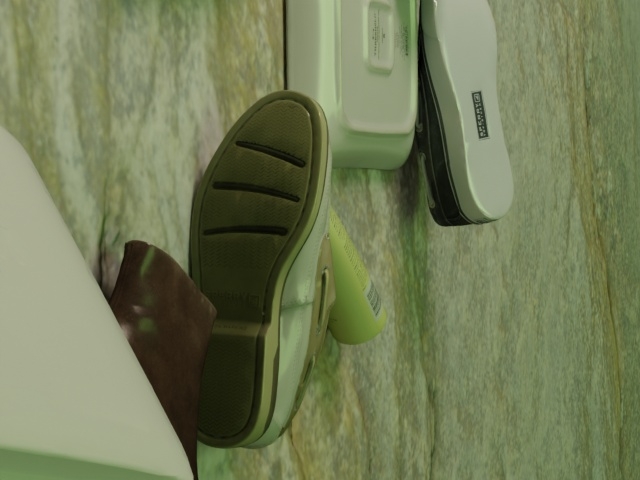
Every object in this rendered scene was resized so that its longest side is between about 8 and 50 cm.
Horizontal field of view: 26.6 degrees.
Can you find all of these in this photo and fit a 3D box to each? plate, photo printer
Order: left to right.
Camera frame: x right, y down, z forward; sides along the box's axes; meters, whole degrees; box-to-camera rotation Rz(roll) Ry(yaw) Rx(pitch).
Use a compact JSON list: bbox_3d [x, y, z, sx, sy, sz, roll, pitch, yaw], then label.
[{"bbox_3d":[-0.217,0.013,0.635,0.256,0.107,0.307,23,28,-53],"label":"photo printer"},{"bbox_3d":[0.044,-0.211,1.396,0.278,0.045,0.277,-6,96,-64],"label":"plate"}]

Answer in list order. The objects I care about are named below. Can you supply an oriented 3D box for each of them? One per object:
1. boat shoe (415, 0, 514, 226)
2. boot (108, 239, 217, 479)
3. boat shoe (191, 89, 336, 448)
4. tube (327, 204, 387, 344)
[{"bbox_3d":[0.143,-0.164,1.539,0.108,0.102,0.301,-12,92,-45],"label":"boat shoe"},{"bbox_3d":[-0.108,0.144,1.036,0.248,0.090,0.206,53,46,-46],"label":"boot"},{"bbox_3d":[-0.045,0.026,1.156,0.103,0.113,0.302,17,86,-64],"label":"boat shoe"},{"bbox_3d":[0.000,0.000,1.296,0.062,0.070,0.240,-53,138,-30],"label":"tube"}]
